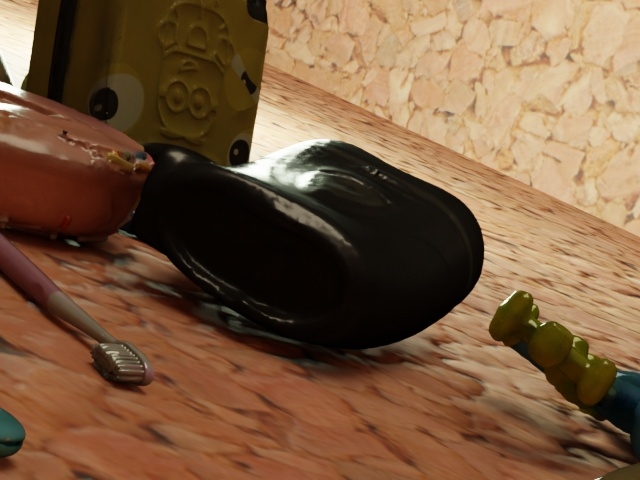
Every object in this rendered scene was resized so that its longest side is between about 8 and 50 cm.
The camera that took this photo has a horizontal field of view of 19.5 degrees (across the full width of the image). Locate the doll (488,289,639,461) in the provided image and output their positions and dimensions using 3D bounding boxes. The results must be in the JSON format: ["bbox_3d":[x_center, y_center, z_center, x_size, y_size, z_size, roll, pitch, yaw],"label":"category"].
[{"bbox_3d":[0.269,0.147,1.332,0.346,0.099,0.341,26,-4,4],"label":"doll"}]

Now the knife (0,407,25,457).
[{"bbox_3d":[-0.233,0.047,0.877,0.222,0.031,0.064,24,5,17],"label":"knife"}]

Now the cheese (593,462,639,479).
[{"bbox_3d":[0.222,0.183,0.925,0.175,0.091,0.202,12,12,-39],"label":"cheese"}]

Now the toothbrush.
[{"bbox_3d":[-0.175,0.031,1.167,0.025,0.020,0.286,7,15,-33],"label":"toothbrush"}]

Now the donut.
[{"bbox_3d":[-0.225,-0.062,1.415,0.199,0.085,0.233,19,8,-12],"label":"donut"}]

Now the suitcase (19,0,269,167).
[{"bbox_3d":[-0.159,-0.144,1.640,0.143,0.235,0.194,2,-8,45],"label":"suitcase"}]

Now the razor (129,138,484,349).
[{"bbox_3d":[0.000,0.001,1.431,0.204,0.113,0.349,31,15,16],"label":"razor"}]

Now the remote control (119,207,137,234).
[{"bbox_3d":[-0.120,-0.005,1.517,0.152,0.027,0.043,23,4,-3],"label":"remote control"}]

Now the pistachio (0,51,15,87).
[{"bbox_3d":[-0.347,-0.162,1.617,0.185,0.124,0.124,40,10,4],"label":"pistachio"}]
